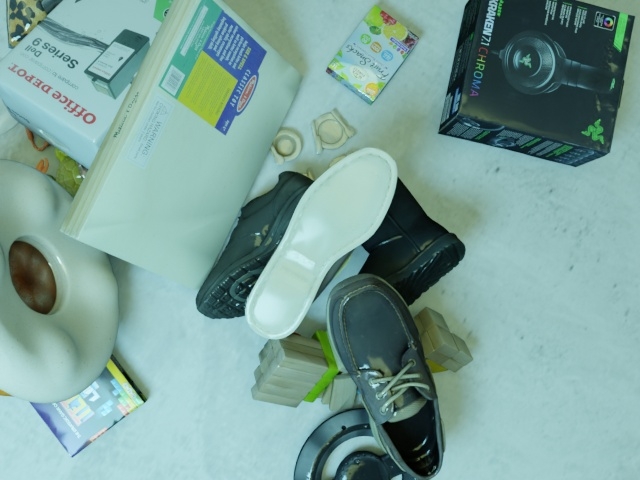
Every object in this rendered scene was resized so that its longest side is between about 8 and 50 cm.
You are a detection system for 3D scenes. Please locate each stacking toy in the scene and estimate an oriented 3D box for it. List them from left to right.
[{"bbox_3d":[-0.574,0.113,1.120,0.480,0.350,0.350,-19,87,18],"label":"stacking toy"}]

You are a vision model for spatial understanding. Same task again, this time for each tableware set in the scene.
[{"bbox_3d":[-0.009,-0.137,1.310,0.169,0.020,0.141,-23,87,-7],"label":"tableware set"}]

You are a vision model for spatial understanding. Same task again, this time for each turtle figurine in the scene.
[{"bbox_3d":[-0.370,-0.122,1.237,0.217,0.087,0.269,-20,87,-7],"label":"turtle figurine"}]

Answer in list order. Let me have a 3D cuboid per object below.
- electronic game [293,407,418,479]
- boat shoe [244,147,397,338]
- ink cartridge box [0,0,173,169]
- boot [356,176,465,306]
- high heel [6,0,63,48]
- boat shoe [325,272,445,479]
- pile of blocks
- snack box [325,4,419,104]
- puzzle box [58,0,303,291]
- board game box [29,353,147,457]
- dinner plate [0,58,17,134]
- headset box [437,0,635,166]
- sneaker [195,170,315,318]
[{"bbox_3d":[0.068,0.390,1.253,0.229,0.048,0.229,1,87,-13],"label":"electronic game"},{"bbox_3d":[0.000,0.000,1.154,0.117,0.097,0.324,33,95,-2],"label":"boat shoe"},{"bbox_3d":[-0.325,-0.272,1.192,0.211,0.121,0.289,32,69,11],"label":"ink cartridge box"},{"bbox_3d":[0.079,0.018,1.229,0.246,0.094,0.207,-37,50,-7],"label":"boot"},{"bbox_3d":[-0.534,-0.444,1.245,0.261,0.093,0.186,35,76,-11],"label":"high heel"},{"bbox_3d":[0.116,0.205,1.121,0.132,0.130,0.355,-29,119,-7],"label":"boat shoe"},{"bbox_3d":[0.060,0.185,1.258,0.362,0.149,0.112,-3,42,-15],"label":"pile of blocks"},{"bbox_3d":[0.091,-0.321,1.328,0.100,0.037,0.141,37,83,0],"label":"snack box"},{"bbox_3d":[-0.196,-0.146,1.179,0.052,0.272,0.408,20,82,37],"label":"puzzle box"},{"bbox_3d":[-0.385,0.233,1.223,0.141,0.048,0.170,-38,89,-9],"label":"board game box"},{"bbox_3d":[-0.558,-0.239,1.266,0.141,0.017,0.141,1,84,-5],"label":"dinner plate"},{"bbox_3d":[0.373,-0.277,1.306,0.283,0.131,0.246,14,84,-5],"label":"headset box"},{"bbox_3d":[-0.099,0.007,1.244,0.286,0.109,0.130,-45,48,-3],"label":"sneaker"}]
